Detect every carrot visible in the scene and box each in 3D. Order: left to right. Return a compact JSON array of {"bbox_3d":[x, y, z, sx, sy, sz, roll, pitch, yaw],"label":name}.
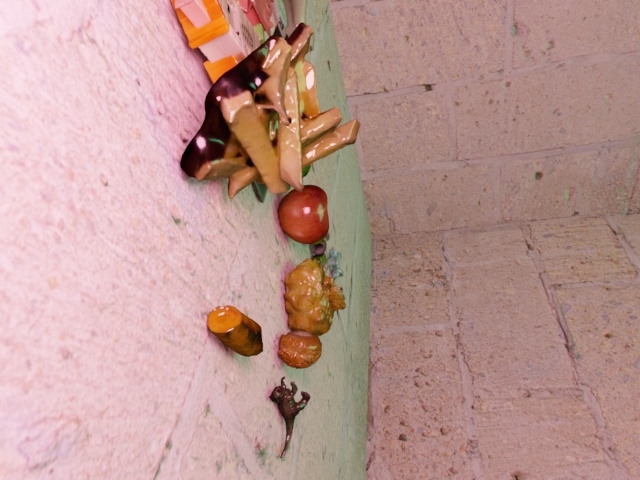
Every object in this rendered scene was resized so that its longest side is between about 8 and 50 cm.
[{"bbox_3d":[-0.174,0.195,1.000,0.173,0.082,0.082,68,20,-56],"label":"carrot"}]

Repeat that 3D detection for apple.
[{"bbox_3d":[-0.054,-0.086,1.525,0.201,0.162,0.201,-5,90,-89],"label":"apple"}]

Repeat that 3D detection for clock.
[{"bbox_3d":[-0.222,-0.462,1.003,0.255,0.106,0.220,44,32,-57],"label":"clock"}]

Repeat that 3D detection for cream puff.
[{"bbox_3d":[-0.060,0.324,1.373,0.144,0.126,0.103,-1,101,-69],"label":"cream puff"},{"bbox_3d":[-0.008,0.184,1.538,0.282,0.185,0.282,-2,90,-76],"label":"cream puff"}]

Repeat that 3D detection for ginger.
[{"bbox_3d":[-0.068,-0.232,0.979,0.413,0.211,0.358,-45,168,-53],"label":"ginger"}]

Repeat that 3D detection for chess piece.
[{"bbox_3d":[-0.089,-0.836,1.670,0.194,0.194,0.299,-78,167,-55],"label":"chess piece"}]

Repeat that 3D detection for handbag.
[{"bbox_3d":[-0.187,-0.719,1.371,0.157,0.059,0.212,43,42,-62],"label":"handbag"}]

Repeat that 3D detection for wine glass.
[{"bbox_3d":[0.000,0.000,1.932,0.155,0.072,0.072,-66,148,-68],"label":"wine glass"}]

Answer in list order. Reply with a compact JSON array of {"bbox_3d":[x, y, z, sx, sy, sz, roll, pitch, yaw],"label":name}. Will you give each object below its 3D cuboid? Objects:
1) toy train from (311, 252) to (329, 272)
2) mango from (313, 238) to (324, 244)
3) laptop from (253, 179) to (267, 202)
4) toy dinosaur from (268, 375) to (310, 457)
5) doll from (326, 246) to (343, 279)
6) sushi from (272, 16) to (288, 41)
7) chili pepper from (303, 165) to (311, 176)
[{"bbox_3d":[-0.011,0.106,1.857,0.202,0.060,0.081,-53,129,-72],"label":"toy train"},{"bbox_3d":[-0.030,-0.040,1.787,0.163,0.089,0.117,-27,119,-64],"label":"mango"},{"bbox_3d":[-0.175,-0.260,1.357,0.269,0.015,0.188,-83,162,-46],"label":"laptop"},{"bbox_3d":[-0.117,0.475,1.294,0.179,0.087,0.187,-50,129,-20],"label":"toy dinosaur"},{"bbox_3d":[0.068,0.105,2.216,0.158,0.059,0.159,-31,116,-77],"label":"doll"},{"bbox_3d":[-0.134,-0.409,1.323,0.296,0.100,0.373,64,24,-43],"label":"sushi"},{"bbox_3d":[-0.084,-0.245,1.576,0.253,0.099,0.083,-68,160,-65],"label":"chili pepper"}]
